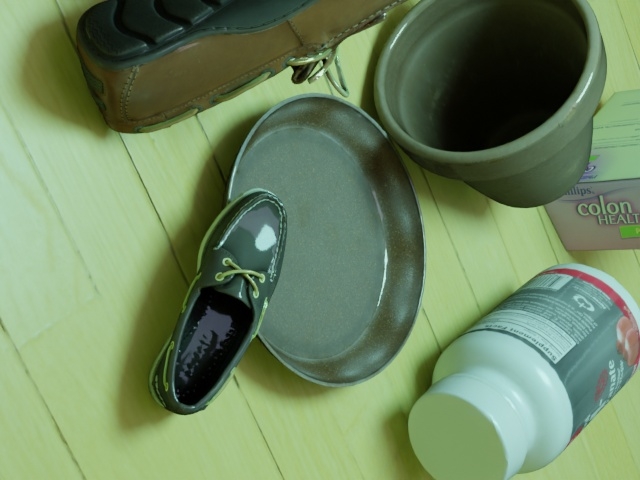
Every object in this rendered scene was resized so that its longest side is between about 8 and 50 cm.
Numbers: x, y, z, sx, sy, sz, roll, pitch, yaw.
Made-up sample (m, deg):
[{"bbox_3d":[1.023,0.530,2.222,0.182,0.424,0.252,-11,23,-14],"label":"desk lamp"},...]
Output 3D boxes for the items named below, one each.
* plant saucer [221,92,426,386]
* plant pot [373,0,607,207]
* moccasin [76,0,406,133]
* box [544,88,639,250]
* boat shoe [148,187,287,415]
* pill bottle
[{"bbox_3d":[0.000,0.000,1.300,0.311,0.050,0.310,8,79,-46],"label":"plant saucer"},{"bbox_3d":[0.222,-0.150,1.446,0.229,0.263,0.263,50,49,-53],"label":"plant pot"},{"bbox_3d":[-0.034,-0.205,1.135,0.380,0.139,0.147,-31,148,-14],"label":"moccasin"},{"bbox_3d":[0.456,-0.103,1.670,0.243,0.214,0.117,-45,117,-34],"label":"box"},{"bbox_3d":[-0.085,0.056,1.133,0.081,0.069,0.227,26,81,-16],"label":"boat shoe"},{"bbox_3d":[0.242,0.164,1.442,0.318,0.176,0.176,-32,107,-45],"label":"pill bottle"}]
